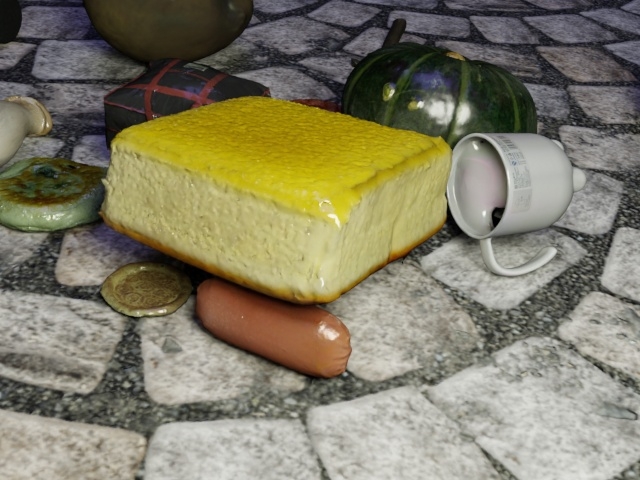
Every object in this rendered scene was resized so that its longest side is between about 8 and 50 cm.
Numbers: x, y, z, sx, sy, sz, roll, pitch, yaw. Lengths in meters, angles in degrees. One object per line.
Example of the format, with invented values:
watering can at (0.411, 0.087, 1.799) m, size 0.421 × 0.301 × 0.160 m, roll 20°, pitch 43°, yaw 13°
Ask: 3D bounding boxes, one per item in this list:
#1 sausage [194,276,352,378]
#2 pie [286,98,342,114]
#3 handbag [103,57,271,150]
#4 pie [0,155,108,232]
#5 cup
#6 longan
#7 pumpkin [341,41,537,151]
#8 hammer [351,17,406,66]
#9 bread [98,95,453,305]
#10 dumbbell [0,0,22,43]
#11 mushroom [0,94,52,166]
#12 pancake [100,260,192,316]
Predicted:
sausage at (-0.054, 0.093, 0.899) m, size 0.194 × 0.077 × 0.077 m, roll 19°, pitch 36°, yaw 22°
pie at (-0.019, -0.188, 1.358) m, size 0.182 × 0.049 × 0.182 m, roll 2°, pitch 33°, yaw -1°
handbag at (-0.201, -0.181, 1.227) m, size 0.215 × 0.155 × 0.169 m, roll 15°, pitch 41°, yaw 11°
pie at (-0.376, -0.071, 1.140) m, size 0.187 × 0.041 × 0.187 m, roll 2°, pitch 33°, yaw -2°
cup at (0.265, -0.056, 1.062) m, size 0.142 × 0.134 × 0.173 m, roll -5°, pitch 64°, yaw -26°
longan at (-0.285, -0.472, 1.558) m, size 0.288 × 0.288 × 0.350 m, roll 27°, pitch 30°, yaw 30°
pumpkin at (0.171, -0.180, 1.226) m, size 0.300 × 0.207 × 0.300 m, roll 18°, pitch 20°, yaw -7°
hammer at (0.150, -0.425, 1.762) m, size 0.125 × 0.027 × 0.297 m, roll 10°, pitch 33°, yaw 8°
bread at (-0.042, -0.065, 0.992) m, size 0.333 × 0.143 × 0.323 m, roll 20°, pitch 27°, yaw 29°
dumbbell at (-0.706, -0.460, 1.638) m, size 0.191 × 0.100 × 0.100 m, roll 14°, pitch 34°, yaw 13°
mushroom at (-0.488, -0.162, 1.227) m, size 0.097 × 0.088 × 0.212 m, roll -22°, pitch 22°, yaw 18°
pancake at (-0.211, 0.058, 0.991) m, size 0.115 × 0.011 × 0.115 m, roll 2°, pitch 32°, yaw -1°
